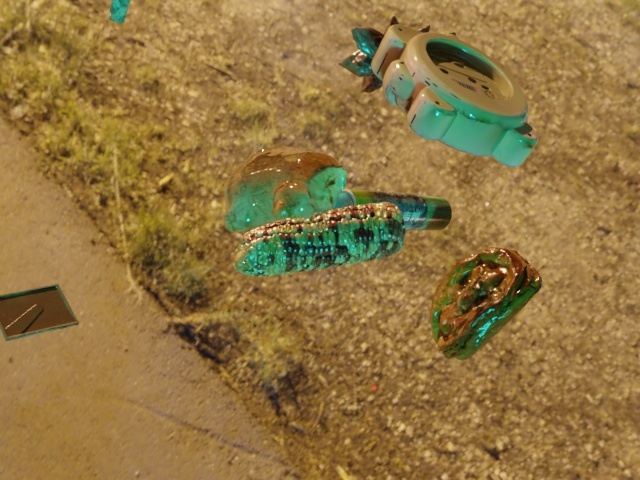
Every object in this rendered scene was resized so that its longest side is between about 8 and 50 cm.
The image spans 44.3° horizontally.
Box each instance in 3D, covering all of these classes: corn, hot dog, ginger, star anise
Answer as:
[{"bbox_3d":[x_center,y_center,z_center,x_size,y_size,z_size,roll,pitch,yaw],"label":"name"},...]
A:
[{"bbox_3d":[0.000,0.000,1.260,0.290,0.098,0.098,-9,57,-17],"label":"corn"},{"bbox_3d":[0.340,0.134,1.690,0.122,0.272,0.196,38,15,-34],"label":"hot dog"},{"bbox_3d":[-0.080,-0.094,1.568,0.130,0.276,0.221,55,16,-35],"label":"ginger"},{"bbox_3d":[0.134,-0.385,1.668,0.197,0.212,0.073,-1,57,7],"label":"star anise"}]

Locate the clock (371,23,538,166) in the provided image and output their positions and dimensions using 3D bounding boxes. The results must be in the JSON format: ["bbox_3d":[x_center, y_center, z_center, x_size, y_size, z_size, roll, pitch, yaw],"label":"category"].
[{"bbox_3d":[0.248,-0.263,1.428,0.284,0.114,0.309,16,36,-19],"label":"clock"}]

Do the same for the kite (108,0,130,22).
[{"bbox_3d":[-0.258,-0.468,1.138,0.335,0.011,0.314,9,91,-35],"label":"kite"}]

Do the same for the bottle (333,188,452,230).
[{"bbox_3d":[0.179,-0.071,1.897,0.330,0.093,0.093,1,53,-40],"label":"bottle"}]

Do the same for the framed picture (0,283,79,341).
[{"bbox_3d":[-0.572,0.141,1.564,0.149,0.011,0.109,-11,53,-41],"label":"framed picture"}]
